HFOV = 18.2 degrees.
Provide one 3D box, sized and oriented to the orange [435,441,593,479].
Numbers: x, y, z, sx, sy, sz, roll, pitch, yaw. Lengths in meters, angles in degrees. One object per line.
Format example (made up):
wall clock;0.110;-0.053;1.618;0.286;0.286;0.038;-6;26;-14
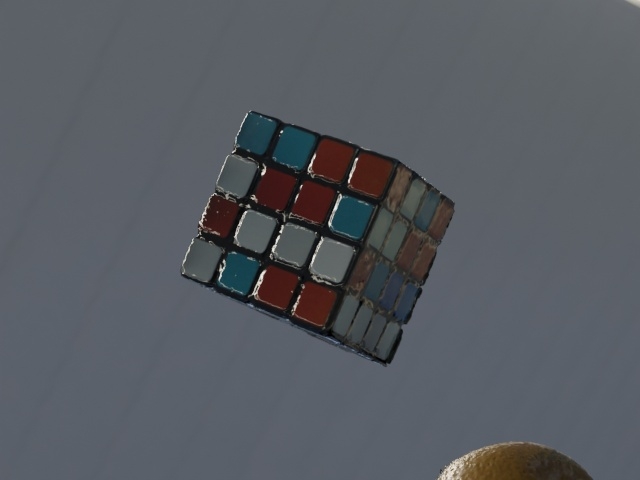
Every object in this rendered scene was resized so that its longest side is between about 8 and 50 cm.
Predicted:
orange;0.214;0.338;2.257;0.236;0.236;0.236;-41;-30;-30

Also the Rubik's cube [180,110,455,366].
Rubik's cube;0.000;0.000;1.662;0.154;0.151;0.155;32;-101;-63
